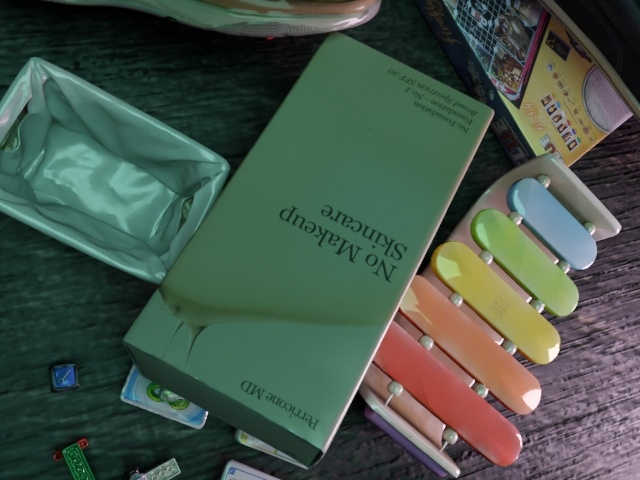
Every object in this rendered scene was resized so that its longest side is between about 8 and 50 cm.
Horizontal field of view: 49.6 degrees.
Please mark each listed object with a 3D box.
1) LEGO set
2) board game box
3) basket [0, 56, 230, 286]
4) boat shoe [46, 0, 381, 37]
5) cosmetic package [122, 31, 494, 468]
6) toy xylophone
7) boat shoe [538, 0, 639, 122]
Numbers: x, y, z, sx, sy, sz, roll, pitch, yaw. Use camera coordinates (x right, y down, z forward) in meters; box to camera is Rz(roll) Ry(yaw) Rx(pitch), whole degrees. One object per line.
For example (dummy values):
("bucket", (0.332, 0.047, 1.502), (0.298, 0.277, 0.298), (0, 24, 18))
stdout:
("LEGO set", (-0.134, 0.196, 0.592), (0.244, 0.060, 0.182), (26, 66, -18))
("board game box", (0.224, -0.203, 0.732), (0.165, 0.042, 0.243), (-36, 99, -18))
("basket", (-0.175, -0.046, 0.548), (0.167, 0.103, 0.113), (29, 78, -17))
("boat shoe", (-0.103, -0.237, 0.544), (0.325, 0.123, 0.116), (5, 118, -13))
("cosmetic package", (0.000, 0.000, 0.555), (0.160, 0.113, 0.309), (27, 65, 5))
("toy xylophone", (0.134, 0.049, 0.665), (0.236, 0.081, 0.322), (34, 76, -14))
("boat shoe", (0.373, -0.203, 0.651), (0.500, 0.156, 0.186), (40, 83, -7))
